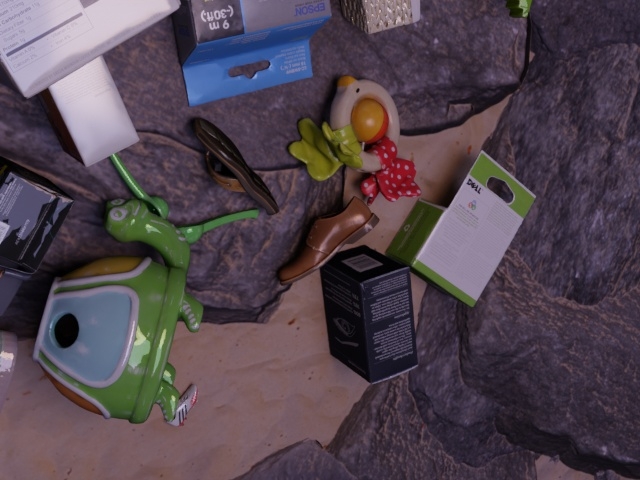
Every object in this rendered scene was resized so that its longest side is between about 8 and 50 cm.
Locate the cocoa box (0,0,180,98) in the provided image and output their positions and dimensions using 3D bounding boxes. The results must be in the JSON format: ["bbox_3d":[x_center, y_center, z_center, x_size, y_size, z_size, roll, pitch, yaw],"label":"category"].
[{"bbox_3d":[-0.376,-0.354,1.207,0.231,0.347,0.228,-35,119,-15],"label":"cocoa box"}]

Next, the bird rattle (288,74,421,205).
[{"bbox_3d":[0.086,-0.179,1.665,0.254,0.143,0.206,14,81,-35],"label":"bird rattle"}]

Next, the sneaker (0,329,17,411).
[{"bbox_3d":[-0.563,0.273,1.447,0.121,0.108,0.302,15,89,-32],"label":"sneaker"}]

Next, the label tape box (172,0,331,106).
[{"bbox_3d":[-0.112,-0.392,1.491,0.241,0.106,0.333,-18,113,-23],"label":"label tape box"}]

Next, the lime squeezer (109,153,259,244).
[{"bbox_3d":[-0.240,-0.058,1.552,0.310,0.059,0.110,26,92,-32],"label":"lime squeezer"}]

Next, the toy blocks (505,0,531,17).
[{"bbox_3d":[0.280,-0.607,1.624,0.261,0.191,0.381,12,100,-21],"label":"toy blocks"}]

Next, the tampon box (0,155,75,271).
[{"bbox_3d":[-0.449,-0.044,1.374,0.101,0.161,0.120,28,89,-33],"label":"tampon box"}]

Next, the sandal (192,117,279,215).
[{"bbox_3d":[-0.149,-0.113,1.584,0.060,0.090,0.219,-34,129,8],"label":"sandal"}]

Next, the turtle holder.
[{"bbox_3d":[-0.308,0.117,1.461,0.228,0.243,0.320,15,111,-11],"label":"turtle holder"}]

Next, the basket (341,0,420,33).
[{"bbox_3d":[0.091,-0.442,1.573,0.103,0.113,0.167,-22,129,-16],"label":"basket"}]

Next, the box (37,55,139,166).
[{"bbox_3d":[-0.358,-0.212,1.392,0.091,0.130,0.170,-30,117,-20],"label":"box"}]

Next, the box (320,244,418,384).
[{"bbox_3d":[0.089,0.134,1.743,0.108,0.153,0.207,-18,114,-25],"label":"box"}]

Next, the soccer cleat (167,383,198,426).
[{"bbox_3d":[-0.245,0.291,1.675,0.036,0.029,0.083,23,98,-37],"label":"soccer cleat"}]

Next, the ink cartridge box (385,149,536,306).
[{"bbox_3d":[0.276,-0.028,1.833,0.189,0.097,0.255,34,86,-33],"label":"ink cartridge box"}]

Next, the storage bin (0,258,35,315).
[{"bbox_3d":[-0.511,0.056,1.417,0.135,0.098,0.091,20,105,-33],"label":"storage bin"}]

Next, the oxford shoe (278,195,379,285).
[{"bbox_3d":[0.000,0.000,1.694,0.212,0.076,0.076,-39,102,2],"label":"oxford shoe"}]
